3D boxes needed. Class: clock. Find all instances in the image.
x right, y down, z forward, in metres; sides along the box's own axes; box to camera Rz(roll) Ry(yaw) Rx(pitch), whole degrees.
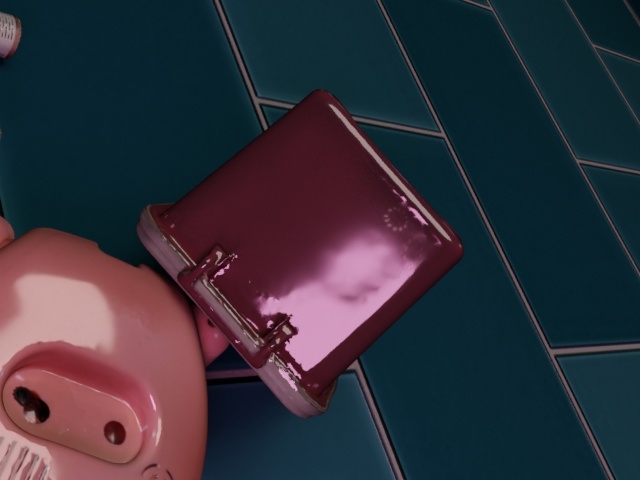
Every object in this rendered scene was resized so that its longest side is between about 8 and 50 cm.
[{"bbox_3d":[-0.175,0.123,0.568,0.227,0.142,0.241,27,46,-24],"label":"clock"}]

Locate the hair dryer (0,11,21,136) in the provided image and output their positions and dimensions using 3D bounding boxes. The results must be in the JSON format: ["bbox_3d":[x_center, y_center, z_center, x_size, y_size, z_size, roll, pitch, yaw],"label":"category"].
[{"bbox_3d":[-0.306,-0.143,0.719,0.155,0.044,0.183,8,39,-39],"label":"hair dryer"}]

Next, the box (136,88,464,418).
[{"bbox_3d":[0.000,0.000,0.723,0.193,0.167,0.294,50,5,1],"label":"box"}]
